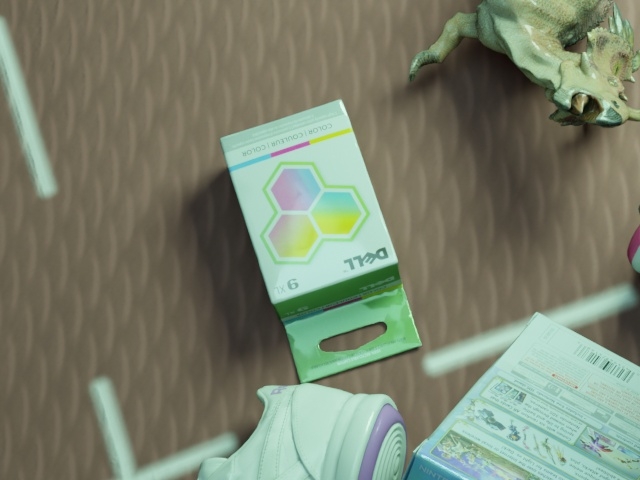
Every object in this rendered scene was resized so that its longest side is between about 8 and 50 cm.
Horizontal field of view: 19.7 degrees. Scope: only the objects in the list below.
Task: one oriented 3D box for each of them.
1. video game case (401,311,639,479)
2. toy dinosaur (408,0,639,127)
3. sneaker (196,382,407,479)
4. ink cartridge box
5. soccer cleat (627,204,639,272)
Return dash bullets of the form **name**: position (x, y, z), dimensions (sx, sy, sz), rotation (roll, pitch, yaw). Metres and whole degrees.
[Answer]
- **video game case**: position (0.224, 0.185, 1.355), dimensions (0.269, 0.244, 0.061), rotation (29, 122, 15)
- **toy dinosaur**: position (0.200, -0.205, 1.537), dimensions (0.200, 0.127, 0.296), rotation (19, 63, 5)
- **sneaker**: position (-0.041, 0.253, 1.434), dimensions (0.152, 0.114, 0.305), rotation (13, 70, 25)
- **ink cartridge box**: position (0.000, 0.000, 1.520), dimensions (0.109, 0.062, 0.209), rotation (-18, 71, 0)
- **soccer cleat**: position (0.392, -0.071, 1.465), dimensions (0.331, 0.116, 0.143), rotation (-44, 72, -8)
